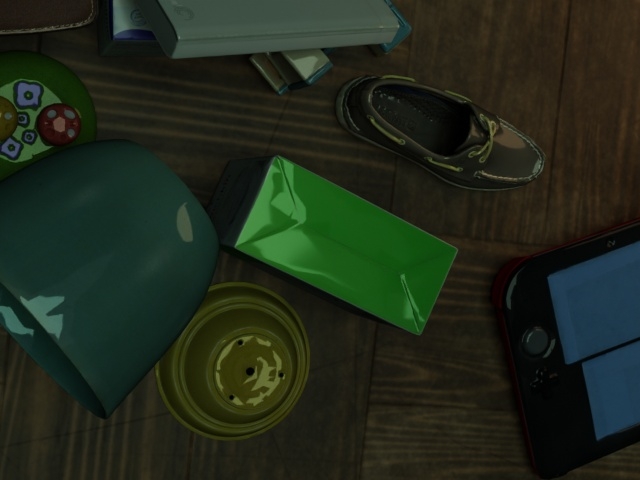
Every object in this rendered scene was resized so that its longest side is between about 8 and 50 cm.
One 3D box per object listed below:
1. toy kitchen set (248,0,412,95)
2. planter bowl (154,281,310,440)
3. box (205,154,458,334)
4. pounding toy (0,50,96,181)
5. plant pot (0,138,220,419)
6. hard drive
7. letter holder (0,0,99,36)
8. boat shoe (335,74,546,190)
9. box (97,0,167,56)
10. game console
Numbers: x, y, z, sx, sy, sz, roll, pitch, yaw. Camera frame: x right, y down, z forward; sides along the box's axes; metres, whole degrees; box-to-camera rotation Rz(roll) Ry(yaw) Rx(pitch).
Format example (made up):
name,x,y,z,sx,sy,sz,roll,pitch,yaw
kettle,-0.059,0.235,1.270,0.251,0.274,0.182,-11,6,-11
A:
name,x,y,z,sx,sy,sz,roll,pitch,yaw
toy kitchen set,0.031,-0.261,1.373,0.207,0.166,0.122,-44,105,-12
planter bowl,-0.103,0.166,1.391,0.217,0.090,0.217,-1,93,-18
box,0.000,0.000,1.343,0.262,0.231,0.126,26,84,-19
pounding toy,-0.368,-0.166,1.270,0.183,0.110,0.236,-30,102,-16
plant pot,-0.261,0.022,1.236,0.235,0.293,0.293,-43,105,-22
hard drive,-0.078,-0.304,1.258,0.308,0.040,0.203,-11,57,-35
letter holder,-0.417,-0.318,1.206,0.302,0.152,0.214,-3,85,-19
boat shoe,0.182,-0.147,1.469,0.325,0.097,0.116,20,86,-19
box,-0.205,-0.270,1.306,0.126,0.137,0.072,-3,92,-19
game console,0.457,0.146,1.601,0.387,0.060,0.341,-18,98,-17
